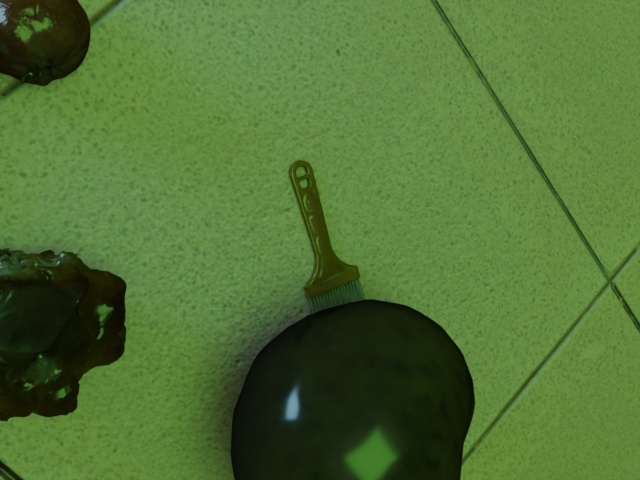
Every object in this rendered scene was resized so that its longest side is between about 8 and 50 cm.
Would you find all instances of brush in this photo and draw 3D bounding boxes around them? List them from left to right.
[{"bbox_3d":[0.000,0.000,1.340,0.103,0.013,0.272,-22,105,-25],"label":"brush"}]

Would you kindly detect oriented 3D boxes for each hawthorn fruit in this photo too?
[{"bbox_3d":[-0.369,-0.289,1.038,0.149,0.149,0.188,-18,108,-25],"label":"hawthorn fruit"}]

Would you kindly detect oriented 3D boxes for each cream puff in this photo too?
[{"bbox_3d":[-0.388,0.116,1.066,0.269,0.155,0.241,32,81,-29],"label":"cream puff"}]

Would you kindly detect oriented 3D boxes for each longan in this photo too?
[{"bbox_3d":[0.050,0.281,1.213,0.405,0.336,0.404,4,81,-27],"label":"longan"}]
